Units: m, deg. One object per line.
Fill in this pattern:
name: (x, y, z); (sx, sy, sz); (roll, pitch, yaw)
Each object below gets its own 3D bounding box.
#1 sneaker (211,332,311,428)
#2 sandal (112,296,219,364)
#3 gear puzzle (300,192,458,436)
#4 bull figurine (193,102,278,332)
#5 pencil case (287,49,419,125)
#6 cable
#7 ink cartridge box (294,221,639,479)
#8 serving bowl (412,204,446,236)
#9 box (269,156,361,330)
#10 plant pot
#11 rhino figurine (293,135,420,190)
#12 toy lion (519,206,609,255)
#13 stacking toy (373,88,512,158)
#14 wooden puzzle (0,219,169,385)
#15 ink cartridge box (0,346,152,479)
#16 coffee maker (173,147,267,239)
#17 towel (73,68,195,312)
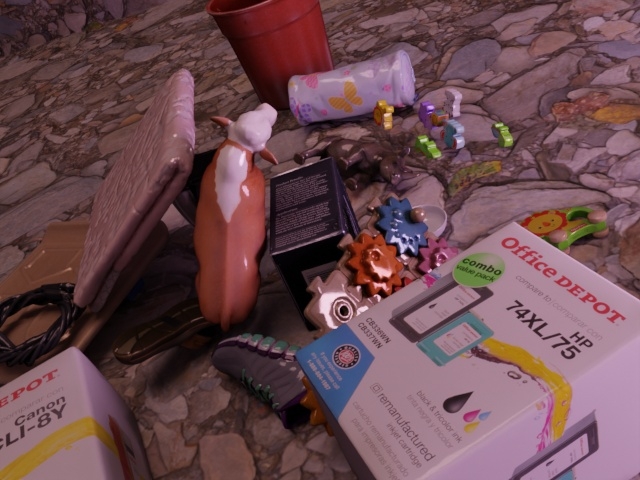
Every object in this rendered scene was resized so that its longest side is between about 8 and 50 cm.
sneaker: (-0.060, 0.181, 0.821); (0.223, 0.083, 0.098); (2, 46, 30)
sandal: (-0.199, 0.137, 0.964); (0.090, 0.060, 0.219); (15, 31, 42)
gear puzzle: (0.074, 0.085, 0.800); (0.044, 0.175, 0.339); (-32, 17, 53)
bull figurine: (-0.120, -0.034, 0.907); (0.101, 0.311, 0.188); (9, 1, -5)
pencil case: (0.066, -0.323, 1.389); (0.273, 0.114, 0.124); (-9, 32, 20)
cable: (-0.461, 0.135, 1.026); (0.184, 0.047, 0.151); (-6, 48, 20)
ink cartridge box: (0.156, 0.156, 0.628); (0.270, 0.197, 0.198); (-30, 36, -11)
serving bowl: (0.157, -0.020, 1.010); (0.083, 0.027, 0.083); (-15, 36, 11)
box: (0.000, 0.000, 0.964); (0.108, 0.153, 0.207); (-18, 34, 8)
plant pot: (-0.096, -0.475, 1.548); (0.272, 0.265, 0.272); (-14, 36, 11)
rhino figurine: (0.075, -0.141, 1.176); (0.243, 0.073, 0.106); (15, 39, 37)
toy lion: (0.335, -0.020, 0.913); (0.100, 0.034, 0.096); (-26, 27, -4)
stacking toy: (0.216, -0.204, 1.172); (0.166, 0.052, 0.221); (-13, 38, -18)
wooden puzzle: (-0.456, 0.110, 1.147); (0.322, 0.081, 0.348); (-1, 45, 29)
ink cartridge box: (-0.325, 0.335, 0.693); (0.279, 0.160, 0.385); (-30, 35, -10)
coffee maker: (-0.157, -0.054, 1.099); (0.171, 0.178, 0.120); (-6, 40, 27)
towel: (-0.296, -0.092, 1.062); (0.317, 0.053, 0.332); (-50, 30, 24)
